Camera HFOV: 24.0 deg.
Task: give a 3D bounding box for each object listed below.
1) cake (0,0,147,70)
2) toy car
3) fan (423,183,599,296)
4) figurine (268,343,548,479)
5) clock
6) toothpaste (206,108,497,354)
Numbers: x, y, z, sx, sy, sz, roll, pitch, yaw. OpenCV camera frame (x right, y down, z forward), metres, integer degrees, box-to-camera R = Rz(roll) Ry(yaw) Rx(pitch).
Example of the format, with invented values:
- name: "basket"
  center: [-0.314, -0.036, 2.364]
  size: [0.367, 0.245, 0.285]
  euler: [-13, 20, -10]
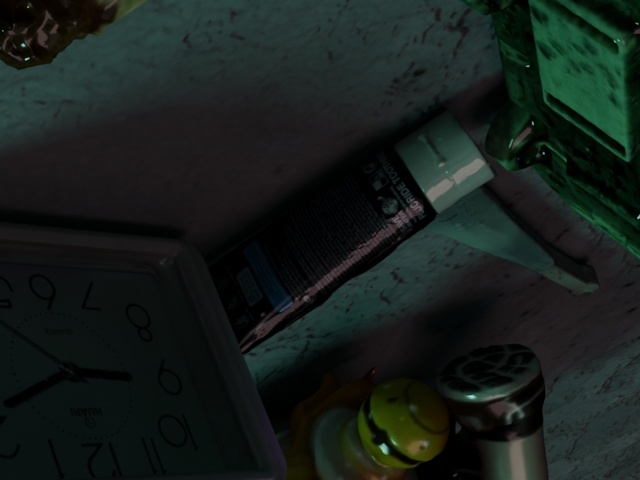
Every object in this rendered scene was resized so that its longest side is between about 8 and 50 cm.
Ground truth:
- name: "cake"
  center: [-0.110, -0.180, 0.397]
  size: [0.112, 0.135, 0.246]
  euler: [-34, 126, -11]
- name: "toy car"
  center: [0.157, -0.085, 0.716]
  size: [0.125, 0.136, 0.306]
  euler: [-47, 155, -7]
- name: "fan"
  center: [0.114, 0.000, 0.948]
  size: [0.057, 0.023, 0.282]
  euler: [-36, 151, 16]
- name: "figurine"
  center: [0.003, 0.207, 1.021]
  size: [0.323, 0.196, 0.320]
  euler: [-23, 161, -31]
- name: "clock"
  center: [-0.122, 0.066, 0.705]
  size: [0.197, 0.150, 0.063]
  euler: [7, 141, -48]
- name: "toothpaste"
  center: [0.000, 0.000, 0.804]
  size: [0.193, 0.071, 0.045]
  euler: [-35, 139, 4]
